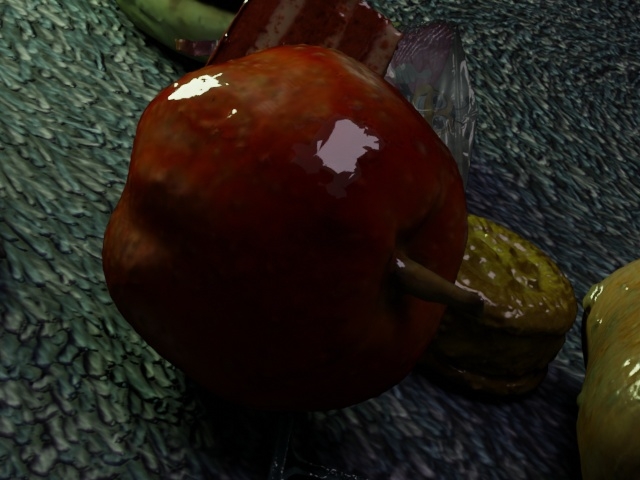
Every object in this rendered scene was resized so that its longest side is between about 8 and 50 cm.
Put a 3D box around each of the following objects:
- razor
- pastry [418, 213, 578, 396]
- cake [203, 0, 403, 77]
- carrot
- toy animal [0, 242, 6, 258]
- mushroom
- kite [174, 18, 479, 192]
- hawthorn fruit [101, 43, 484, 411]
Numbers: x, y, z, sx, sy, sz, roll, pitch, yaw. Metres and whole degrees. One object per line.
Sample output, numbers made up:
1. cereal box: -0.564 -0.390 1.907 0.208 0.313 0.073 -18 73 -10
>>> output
1. razor: 0.042 0.191 1.505 0.190 0.033 0.066 17 72 -23
2. pastry: 0.144 0.055 1.758 0.189 0.103 0.188 21 26 -11
3. cake: -0.031 -0.119 1.775 0.158 0.262 0.159 32 9 2
4. carrot: 0.324 0.147 1.620 0.224 0.224 0.340 22 27 -7
5. toy animal: -0.299 -0.030 1.588 0.105 0.070 0.202 32 20 -13
6. mushroom: -0.087 -0.247 2.095 0.344 0.130 0.247 24 7 -8
7. kite: 0.012 -0.142 1.972 0.360 0.204 0.022 3 -9 -30
8. hawthorn fruit: 0.000 0.000 1.482 0.287 0.287 0.330 -4 20 -45
